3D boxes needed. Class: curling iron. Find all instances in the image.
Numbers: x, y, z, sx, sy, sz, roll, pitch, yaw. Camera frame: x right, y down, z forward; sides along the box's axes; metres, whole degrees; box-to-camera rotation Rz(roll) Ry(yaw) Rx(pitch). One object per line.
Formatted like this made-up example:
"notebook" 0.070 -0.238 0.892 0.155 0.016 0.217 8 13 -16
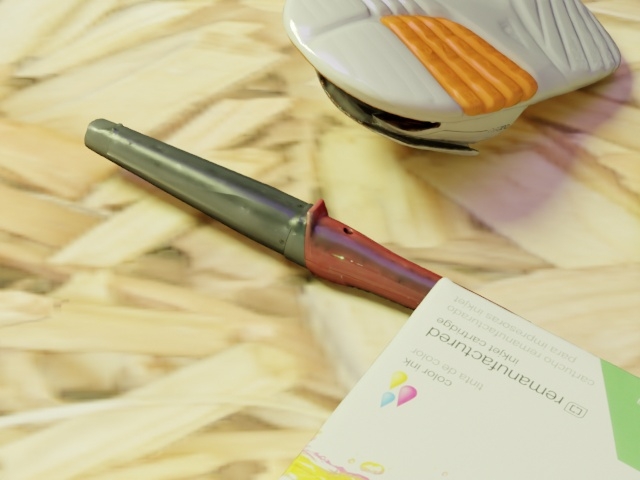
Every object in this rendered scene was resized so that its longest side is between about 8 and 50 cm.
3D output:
"curling iron" 0.000 0.000 0.719 0.274 0.035 0.068 29 5 19

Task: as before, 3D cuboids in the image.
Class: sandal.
"sandal" 0.074 -0.089 0.820 0.265 0.076 0.102 -10 58 -47

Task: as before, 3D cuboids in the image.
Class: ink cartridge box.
"ink cartridge box" 0.056 0.134 0.563 0.154 0.093 0.212 28 48 18
